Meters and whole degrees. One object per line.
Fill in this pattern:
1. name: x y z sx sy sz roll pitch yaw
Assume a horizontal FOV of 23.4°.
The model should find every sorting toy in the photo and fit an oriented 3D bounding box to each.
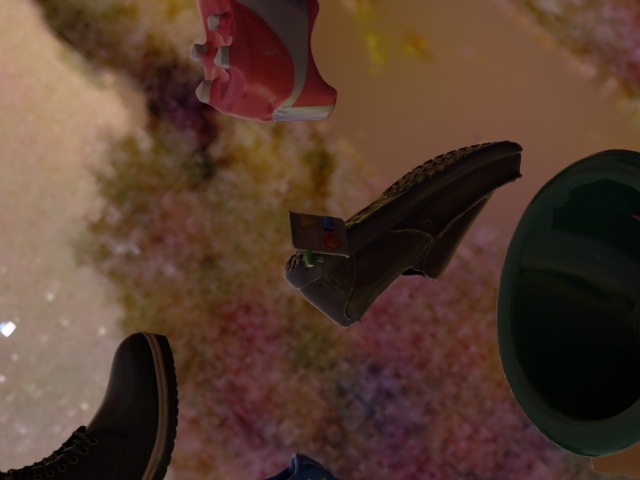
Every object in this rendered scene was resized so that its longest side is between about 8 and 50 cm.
1. sorting toy: 0.000 0.000 1.533 0.062 0.012 0.083 10 -142 -15

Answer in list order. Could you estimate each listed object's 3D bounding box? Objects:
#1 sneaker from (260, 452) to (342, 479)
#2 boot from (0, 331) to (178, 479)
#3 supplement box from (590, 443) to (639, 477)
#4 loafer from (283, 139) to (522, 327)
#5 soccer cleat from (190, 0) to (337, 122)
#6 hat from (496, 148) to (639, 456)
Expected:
1. sneaker: 0.025 0.259 1.428 0.240 0.126 0.091 -3 -174 -9
2. boot: -0.183 0.155 1.111 0.137 0.198 0.077 13 165 -28
3. supplement box: 0.341 0.097 1.330 0.191 0.194 0.129 5 138 24
4. loafer: 0.125 -0.009 2.043 0.130 0.366 0.134 59 167 -10
5. soccer cleat: -0.047 -0.187 1.098 0.095 0.083 0.248 10 -127 -26
6. hat: 0.234 0.053 0.909 0.183 0.173 0.208 11 -157 -30
